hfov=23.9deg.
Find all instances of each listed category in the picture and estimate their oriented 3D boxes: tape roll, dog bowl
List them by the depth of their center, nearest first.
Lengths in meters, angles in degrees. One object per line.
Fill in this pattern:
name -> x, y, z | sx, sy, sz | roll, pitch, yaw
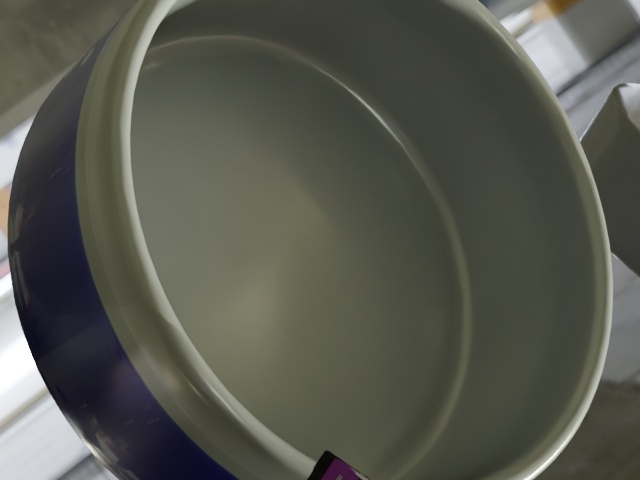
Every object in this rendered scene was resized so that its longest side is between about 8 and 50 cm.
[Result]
dog bowl -> 0.000, 0.000, 0.676 | 0.104, 0.265, 0.265 | -29, -170, 49
tape roll -> 0.269, -0.015, 1.015 | 0.072, 0.219, 0.219 | -59, 179, 22

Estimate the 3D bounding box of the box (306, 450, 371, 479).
box -> 0.015, 0.153, 0.497 | 0.116, 0.029, 0.162 | -55, -148, -1
